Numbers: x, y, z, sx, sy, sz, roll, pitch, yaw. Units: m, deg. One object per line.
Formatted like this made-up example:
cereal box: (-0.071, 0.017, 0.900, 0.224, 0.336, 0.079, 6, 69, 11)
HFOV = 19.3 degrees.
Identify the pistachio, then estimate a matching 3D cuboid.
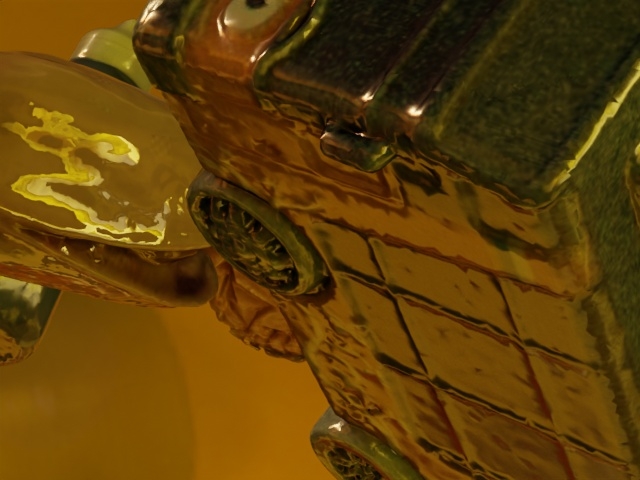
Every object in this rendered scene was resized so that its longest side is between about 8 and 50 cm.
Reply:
pistachio: (-0.139, -0.030, 1.055, 0.131, 0.206, 0.129, -92, -154, -54)

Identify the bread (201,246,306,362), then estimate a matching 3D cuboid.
bread: (0.001, -0.001, 1.440, 0.240, 0.139, 0.240, 17, -45, 18)

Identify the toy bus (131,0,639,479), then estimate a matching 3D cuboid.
toy bus: (0.070, 0.003, 0.587, 0.167, 0.138, 0.275, 21, -29, 37)

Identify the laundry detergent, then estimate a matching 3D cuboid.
laundry detergent: (-0.208, -0.044, 1.470, 0.143, 0.094, 0.290, -26, -147, 60)
